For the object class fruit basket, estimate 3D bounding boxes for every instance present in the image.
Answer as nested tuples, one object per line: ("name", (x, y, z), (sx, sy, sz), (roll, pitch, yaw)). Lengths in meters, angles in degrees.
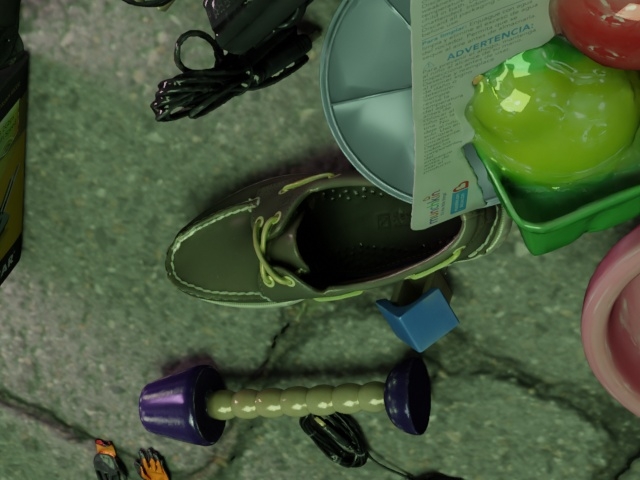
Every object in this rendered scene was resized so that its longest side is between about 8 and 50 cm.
("fruit basket", (0.199, -0.148, 1.028), (0.327, 0.165, 0.353), (-22, 149, -6))

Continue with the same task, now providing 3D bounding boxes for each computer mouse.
("computer mouse", (0.076, 0.236, 1.581), (0.242, 0.041, 0.071), (34, 133, -11))
("computer mouse", (-0.010, -0.199, 1.146), (0.072, 0.188, 0.272), (34, 125, 14))

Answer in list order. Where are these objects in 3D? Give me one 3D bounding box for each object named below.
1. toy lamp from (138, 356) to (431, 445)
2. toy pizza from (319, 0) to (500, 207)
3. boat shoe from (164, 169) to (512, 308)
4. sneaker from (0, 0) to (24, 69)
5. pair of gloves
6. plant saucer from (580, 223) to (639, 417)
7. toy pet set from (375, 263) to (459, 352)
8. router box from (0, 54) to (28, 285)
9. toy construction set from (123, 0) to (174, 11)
("toy lamp", (-0.037, 0.150, 1.521), (0.274, 0.080, 0.080), (-3, 129, 21))
("toy pizza", (0.100, -0.122, 1.215), (0.201, 0.032, 0.201), (1, 104, 3))
("boat shoe", (-0.001, -0.005, 1.333), (0.305, 0.091, 0.109), (-10, 91, 23))
("sneaker", (-0.289, -0.148, 1.228), (0.124, 0.283, 0.107), (37, 175, -19))
("pair of gloves", (-0.195, 0.238, 1.701), (0.083, 0.010, 0.074), (8, 133, 14))
("plant saucer", (0.367, 0.050, 1.250), (0.332, 0.084, 0.332), (7, 143, 5))
("toy pet set", (0.059, 0.034, 1.390), (0.122, 0.065, 0.114), (-13, 125, 29))
("router box", (-0.344, 0.012, 1.345), (0.081, 0.309, 0.243), (20, 135, 8))
("toy construction set", (-0.179, -0.280, 1.050), (0.237, 0.309, 0.257), (19, 126, 9))
